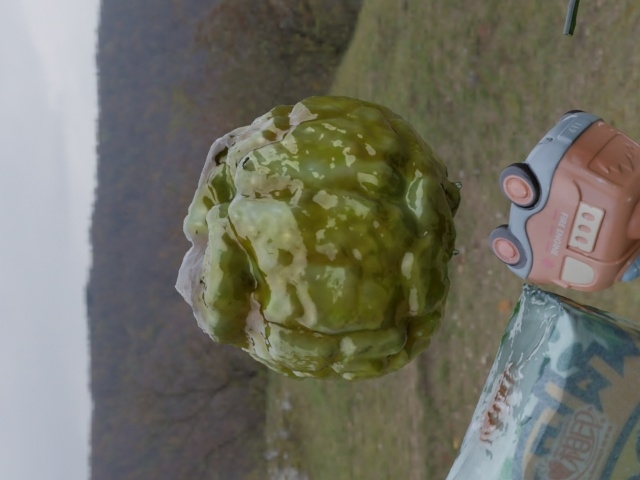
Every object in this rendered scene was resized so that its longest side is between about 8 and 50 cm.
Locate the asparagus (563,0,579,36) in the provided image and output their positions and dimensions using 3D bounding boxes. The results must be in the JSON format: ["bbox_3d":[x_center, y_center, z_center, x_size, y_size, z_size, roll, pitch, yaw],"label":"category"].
[{"bbox_3d":[0.311,-0.321,1.225,0.016,0.016,0.162,27,105,55],"label":"asparagus"}]

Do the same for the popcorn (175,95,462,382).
[{"bbox_3d":[0.009,-0.005,0.977,0.282,0.247,0.282,15,-90,-79],"label":"popcorn"}]

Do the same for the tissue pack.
[{"bbox_3d":[0.296,0.193,0.958,0.128,0.311,0.227,-133,62,-74],"label":"tissue pack"}]

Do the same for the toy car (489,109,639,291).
[{"bbox_3d":[0.384,-0.040,1.503,0.180,0.212,0.270,-41,-31,-32],"label":"toy car"}]
